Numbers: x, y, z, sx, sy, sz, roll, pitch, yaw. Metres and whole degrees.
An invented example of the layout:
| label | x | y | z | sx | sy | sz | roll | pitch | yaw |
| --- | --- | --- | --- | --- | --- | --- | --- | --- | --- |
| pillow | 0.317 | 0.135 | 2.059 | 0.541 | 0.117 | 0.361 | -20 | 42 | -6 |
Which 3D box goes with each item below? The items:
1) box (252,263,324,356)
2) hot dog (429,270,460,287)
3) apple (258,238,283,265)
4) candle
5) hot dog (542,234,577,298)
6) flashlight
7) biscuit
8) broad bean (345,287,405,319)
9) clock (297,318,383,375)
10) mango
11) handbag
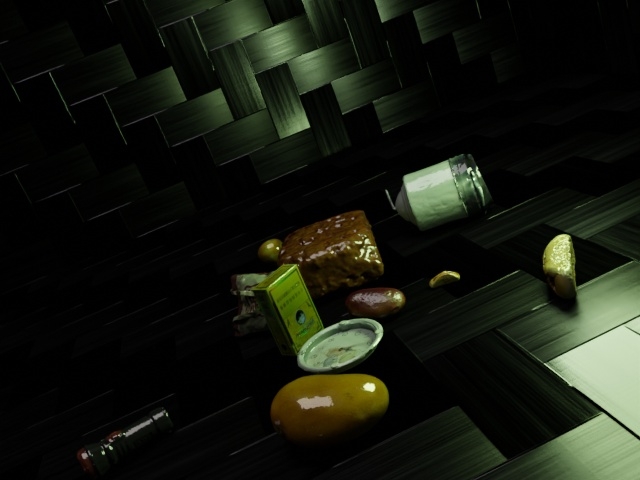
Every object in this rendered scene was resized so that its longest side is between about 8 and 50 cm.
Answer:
| label | x | y | z | sx | sy | sz | roll | pitch | yaw |
| --- | --- | --- | --- | --- | --- | --- | --- | --- | --- |
| box | -0.087 | 0.194 | 1.774 | 0.064 | 0.220 | 0.141 | -4 | 25 | 41 |
| hot dog | 0.354 | 0.107 | 1.829 | 0.090 | 0.034 | 0.030 | -18 | 20 | 8 |
| apple | -0.187 | 0.044 | 2.460 | 0.102 | 0.099 | 0.114 | -20 | 23 | 11 |
| candle | 0.403 | -0.154 | 2.204 | 0.342 | 0.221 | 0.221 | -20 | 19 | 15 |
| hot dog | 0.604 | 0.066 | 1.610 | 0.073 | 0.084 | 0.242 | -16 | 20 | 26 |
| flashlight | -0.481 | 0.497 | 1.584 | 0.232 | 0.093 | 0.093 | -30 | 21 | -24 |
| biscuit | 0.026 | 0.043 | 2.144 | 0.343 | 0.166 | 0.395 | -18 | 18 | 3 |
| broad bean | 0.155 | 0.177 | 1.785 | 0.165 | 0.084 | 0.114 | -2 | 43 | 28 |
| clock | 0.055 | 0.282 | 1.645 | 0.236 | 0.053 | 0.236 | -19 | 17 | 6 |
| mango | 0.018 | 0.360 | 1.354 | 0.254 | 0.139 | 0.175 | -11 | 28 | 10 |
| handbag | -0.169 | 0.189 | 1.949 | 0.235 | 0.213 | 0.127 | -9 | -17 | 24 |
